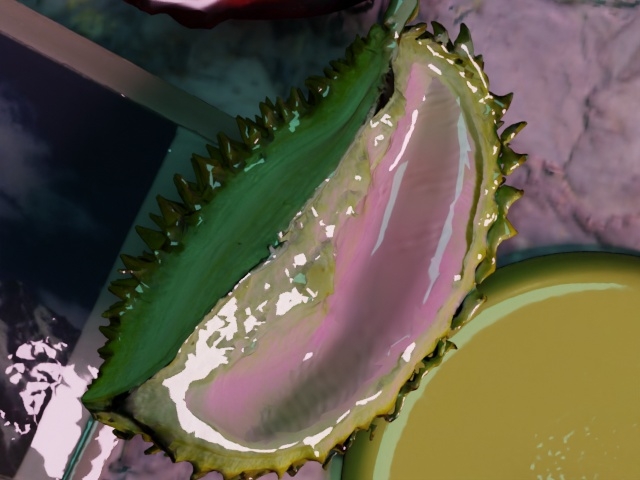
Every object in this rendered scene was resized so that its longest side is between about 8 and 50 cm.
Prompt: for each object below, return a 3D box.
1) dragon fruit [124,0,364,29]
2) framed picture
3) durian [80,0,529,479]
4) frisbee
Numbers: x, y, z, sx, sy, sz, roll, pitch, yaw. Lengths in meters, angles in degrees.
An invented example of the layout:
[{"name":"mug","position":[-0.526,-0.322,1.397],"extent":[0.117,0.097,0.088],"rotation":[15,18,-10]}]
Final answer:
[{"name":"dragon fruit","position":[0.019,-0.240,0.435],"extent":[0.282,0.100,0.343],"rotation":[16,98,-43]},{"name":"framed picture","position":[-0.182,-0.015,0.435],"extent":[0.281,0.019,0.209],"rotation":[25,87,-27]},{"name":"durian","position":[-0.002,0.000,0.461],"extent":[0.220,0.095,0.137],"rotation":[-51,125,-6]},{"name":"frisbee","position":[0.125,0.122,0.491],"extent":[0.236,0.017,0.236],"rotation":[0,87,-1]}]
